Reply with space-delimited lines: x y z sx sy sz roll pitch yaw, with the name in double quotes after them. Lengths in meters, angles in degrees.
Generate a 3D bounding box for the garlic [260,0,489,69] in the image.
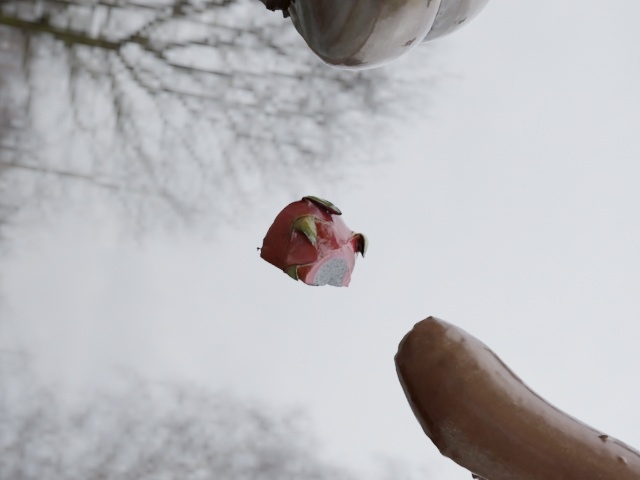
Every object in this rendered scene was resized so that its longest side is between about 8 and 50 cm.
0.061 -0.216 1.199 0.191 0.214 0.160 -6 -75 54 "garlic"

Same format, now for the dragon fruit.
0.000 0.000 1.298 0.056 0.083 0.060 28 -78 38 "dragon fruit"

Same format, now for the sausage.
0.103 0.085 0.554 0.043 0.186 0.043 -52 161 -26 "sausage"
